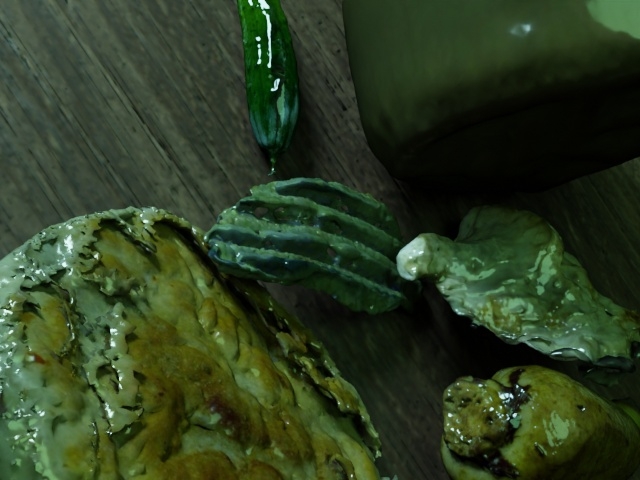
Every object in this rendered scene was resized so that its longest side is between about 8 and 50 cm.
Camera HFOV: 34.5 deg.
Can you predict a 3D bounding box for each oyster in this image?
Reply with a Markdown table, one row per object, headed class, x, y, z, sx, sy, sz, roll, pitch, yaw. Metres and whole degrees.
| class | x | y | z | sx | sy | sz | roll | pitch | yaw |
| --- | --- | --- | --- | --- | --- | --- | --- | --- | --- |
| oyster | 0.140 | 0.030 | 0.706 | 0.191 | 0.081 | 0.163 | 3 | 30 | -32 |

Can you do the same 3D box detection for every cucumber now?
| class | x | y | z | sx | sy | sz | roll | pitch | yaw |
| --- | --- | --- | --- | --- | --- | --- | --- | --- | --- |
| cucumber | -0.035 | -0.124 | 0.718 | 0.039 | 0.039 | 0.167 | 4 | 66 | -31 |

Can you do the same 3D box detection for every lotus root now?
| class | x | y | z | sx | sy | sz | roll | pitch | yaw |
| --- | --- | --- | --- | --- | --- | --- | --- | --- | --- |
| lotus root | 0.164 | 0.137 | 0.693 | 0.191 | 0.108 | 0.094 | 14 | 58 | -39 |

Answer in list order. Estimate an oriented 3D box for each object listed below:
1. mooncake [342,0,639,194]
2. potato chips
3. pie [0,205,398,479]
| class | x | y | z | sx | sy | sz | roll | pitch | yaw |
| --- | --- | --- | --- | --- | --- | --- | --- | --- | --- |
| mooncake | 0.162 | -0.129 | 0.698 | 0.285 | 0.284 | 0.155 | -3 | 77 | -34 |
| potato chips | 0.000 | 0.000 | 0.665 | 0.208 | 0.028 | 0.091 | 15 | 58 | -45 |
| pie | -0.063 | 0.096 | 0.546 | 0.274 | 0.055 | 0.274 | 33 | 32 | -24 |
